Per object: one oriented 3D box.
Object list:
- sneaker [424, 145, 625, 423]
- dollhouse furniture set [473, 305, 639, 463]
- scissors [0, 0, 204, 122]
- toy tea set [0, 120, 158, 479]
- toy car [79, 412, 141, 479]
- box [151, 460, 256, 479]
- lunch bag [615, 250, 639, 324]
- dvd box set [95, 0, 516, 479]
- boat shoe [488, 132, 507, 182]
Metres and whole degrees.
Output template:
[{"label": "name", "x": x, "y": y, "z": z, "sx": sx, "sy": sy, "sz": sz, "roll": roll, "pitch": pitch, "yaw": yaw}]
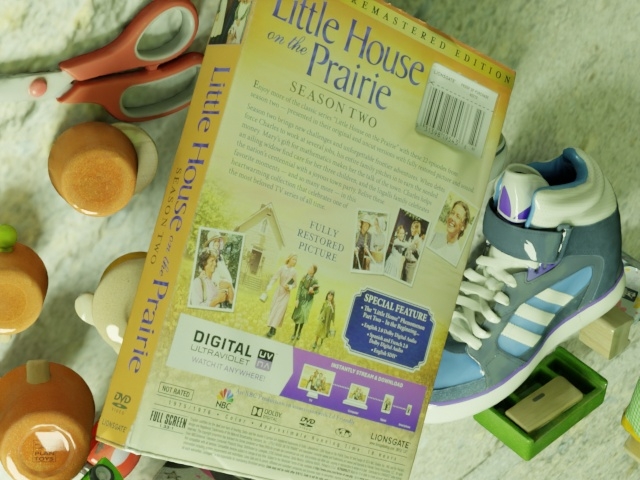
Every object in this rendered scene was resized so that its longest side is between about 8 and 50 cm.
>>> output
[{"label": "sneaker", "x": 0.193, "y": 0.029, "z": 1.580, "sx": 0.323, "sy": 0.130, "sz": 0.236, "roll": -33, "pitch": 127, "yaw": -15}, {"label": "dollhouse furniture set", "x": 0.344, "y": 0.193, "z": 1.692, "sx": 0.151, "sy": 0.301, "sz": 0.197, "roll": -28, "pitch": 137, "yaw": -31}, {"label": "scissors", "x": -0.210, "y": -0.116, "z": 1.148, "sx": 0.297, "sy": 0.021, "sz": 0.109, "roll": -25, "pitch": 136, "yaw": -31}, {"label": "toy tea set", "x": -0.227, "y": 0.056, "z": 1.223, "sx": 0.200, "sy": 0.124, "sz": 0.336, "roll": 35, "pitch": 96, "yaw": -21}, {"label": "toy car", "x": -0.173, "y": 0.197, "z": 1.238, "sx": 0.239, "sy": 0.053, "sz": 0.225, "roll": -46, "pitch": -168, "yaw": 38}, {"label": "box", "x": -0.107, "y": 0.299, "z": 1.368, "sx": 0.142, "sy": 0.163, "sz": 0.247, "roll": -64, "pitch": 176, "yaw": 15}, {"label": "lunch bag", "x": 0.376, "y": 0.056, "z": 1.792, "sx": 0.053, "sy": 0.083, "sz": 0.071, "roll": 4, "pitch": 116, "yaw": -46}, {"label": "dvd box set", "x": 0.000, "y": 0.000, "z": 1.230, "sx": 0.308, "sy": 0.062, "sz": 0.420, "roll": 19, "pitch": 83, "yaw": -39}, {"label": "boat shoe", "x": 0.066, "y": -0.098, "z": 1.363, "sx": 0.302, "sy": 0.109, "sz": 0.094, "roll": -8, "pitch": 122, "yaw": -37}]
